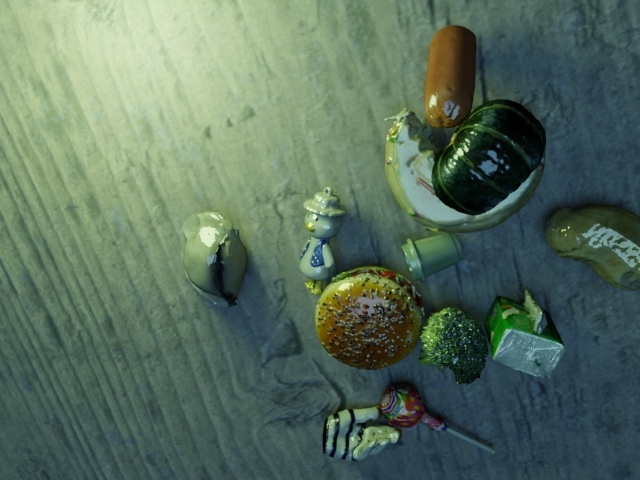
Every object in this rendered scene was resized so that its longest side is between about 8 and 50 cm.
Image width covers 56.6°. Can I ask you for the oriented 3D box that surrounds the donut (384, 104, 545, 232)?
[{"bbox_3d":[0.344,-0.172,1.442,0.370,0.150,0.308,0,105,11],"label":"donut"}]

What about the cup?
[{"bbox_3d":[0.291,0.034,1.539,0.141,0.120,0.120,-22,102,1],"label":"cup"}]

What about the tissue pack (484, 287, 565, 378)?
[{"bbox_3d":[0.517,0.216,1.495,0.148,0.209,0.156,20,108,3],"label":"tissue pack"}]

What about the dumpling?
[{"bbox_3d":[-0.309,0.060,1.621,0.204,0.163,0.293,7,119,3],"label":"dumpling"}]

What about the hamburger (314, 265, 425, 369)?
[{"bbox_3d":[0.127,0.204,1.577,0.300,0.176,0.300,3,108,8],"label":"hamburger"}]

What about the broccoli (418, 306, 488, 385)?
[{"bbox_3d":[0.338,0.273,1.522,0.198,0.226,0.176,55,149,5],"label":"broccoli"}]

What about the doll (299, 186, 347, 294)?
[{"bbox_3d":[0.000,0.000,1.570,0.119,0.138,0.293,-3,114,-31],"label":"doll"}]

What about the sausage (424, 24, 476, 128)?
[{"bbox_3d":[0.293,-0.365,1.343,0.113,0.259,0.114,8,151,4],"label":"sausage"}]

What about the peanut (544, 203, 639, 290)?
[{"bbox_3d":[0.719,0.011,1.434,0.340,0.158,0.174,34,139,3],"label":"peanut"}]

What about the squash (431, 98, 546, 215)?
[{"bbox_3d":[0.342,-0.170,1.232,0.165,0.252,0.252,35,109,-2],"label":"squash"}]

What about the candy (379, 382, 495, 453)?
[{"bbox_3d":[0.335,0.517,1.676,0.365,0.124,0.124,26,109,-6],"label":"candy"}]

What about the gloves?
[{"bbox_3d":[0.121,0.564,1.711,0.218,0.140,0.131,7,127,-6],"label":"gloves"}]
